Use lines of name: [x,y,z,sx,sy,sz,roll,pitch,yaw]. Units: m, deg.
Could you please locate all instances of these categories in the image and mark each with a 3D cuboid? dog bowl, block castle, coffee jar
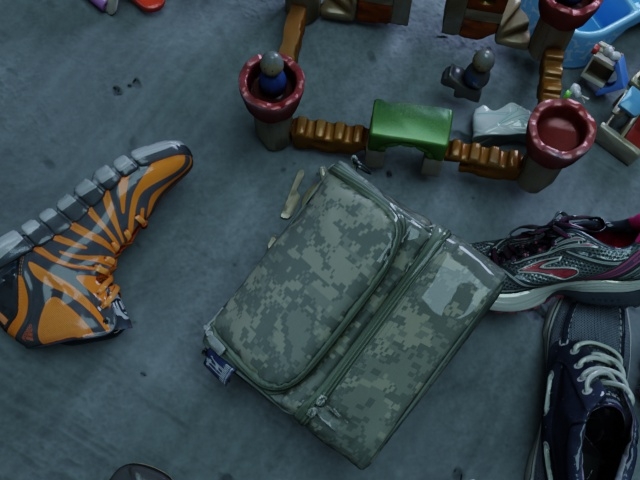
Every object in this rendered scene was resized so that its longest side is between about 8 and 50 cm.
dog bowl: [0.440,-0.385,1.409,0.297,0.074,0.166,-29,79,-16]
block castle: [0.139,-0.256,1.216,0.453,0.213,0.303,10,70,3]
coffee jar: [-0.204,0.305,1.018,0.079,0.184,0.096,20,70,-2]

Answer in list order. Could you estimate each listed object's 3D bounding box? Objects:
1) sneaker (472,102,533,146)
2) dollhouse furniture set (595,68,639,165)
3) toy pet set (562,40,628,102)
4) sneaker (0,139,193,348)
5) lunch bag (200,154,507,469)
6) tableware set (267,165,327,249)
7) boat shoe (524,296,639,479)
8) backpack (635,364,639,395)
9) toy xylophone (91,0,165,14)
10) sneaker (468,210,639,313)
sneaker: [0.295,-0.173,1.327,0.152,0.054,0.061,0,69,-8]
dollhouse furniture set: [0.518,-0.203,1.330,0.129,0.129,0.184,38,69,5]
toy pet set: [0.412,-0.230,1.339,0.065,0.122,0.114,34,34,12]
sneaker: [-0.265,0.020,1.151,0.321,0.124,0.180,-37,85,-7]
lunch bag: [0.035,0.084,1.089,0.256,0.212,0.305,37,93,8]
tableware set: [0.000,0.000,1.229,0.128,0.039,0.194,22,70,-1]
boat shoe: [0.357,0.182,1.161,0.127,0.158,0.341,14,70,-4]
backpack: [0.515,0.184,1.170,0.166,0.188,0.144,41,71,5]
toy xylophone: [-0.225,-0.455,1.323,0.322,0.081,0.236,-40,82,-19]
sneaker: [0.298,0.017,1.198,0.299,0.112,0.121,-4,38,5]
